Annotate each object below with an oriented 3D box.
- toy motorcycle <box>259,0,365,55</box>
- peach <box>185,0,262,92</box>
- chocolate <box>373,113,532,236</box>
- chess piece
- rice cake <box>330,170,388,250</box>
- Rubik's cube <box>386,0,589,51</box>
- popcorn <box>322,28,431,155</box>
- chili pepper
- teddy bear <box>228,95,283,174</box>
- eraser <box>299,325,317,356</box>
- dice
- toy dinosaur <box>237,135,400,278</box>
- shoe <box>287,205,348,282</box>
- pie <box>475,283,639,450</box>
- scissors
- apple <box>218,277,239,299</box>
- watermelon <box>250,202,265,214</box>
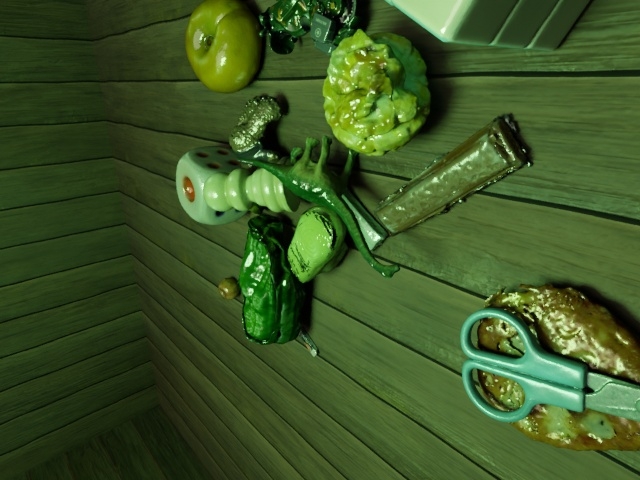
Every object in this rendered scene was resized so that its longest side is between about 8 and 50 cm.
[{"bbox_3d":[-0.030,-0.474,0.891,0.274,0.125,0.187,43,130,29],"label":"toy motorcycle"},{"bbox_3d":[-0.263,-0.533,1.135,0.251,0.153,0.251,8,104,33],"label":"peach"},{"bbox_3d":[0.221,-0.103,0.780,0.329,0.065,0.102,-35,76,49],"label":"chocolate"},{"bbox_3d":[-0.191,-0.139,1.109,0.251,0.144,0.144,-3,104,17],"label":"chess piece"},{"bbox_3d":[0.069,-0.064,0.996,0.222,0.042,0.080,52,136,22],"label":"rice cake"},{"bbox_3d":[0.202,-0.434,0.491,0.292,0.290,0.291,49,136,25],"label":"Rubik's cube"},{"bbox_3d":[0.100,-0.267,0.773,0.204,0.183,0.221,-35,63,38],"label":"popcorn"},{"bbox_3d":[-0.133,0.122,1.212,0.213,0.167,0.385,19,116,41],"label":"chili pepper"},{"bbox_3d":[-0.189,-0.274,1.152,0.182,0.129,0.251,41,135,49],"label":"teddy bear"},{"bbox_3d":[-0.040,0.314,1.293,0.099,0.019,0.027,51,137,23],"label":"eraser"},{"bbox_3d":[-0.332,-0.175,1.316,0.193,0.192,0.194,39,133,32],"label":"dice"},{"bbox_3d":[-0.021,-0.079,0.919,0.447,0.087,0.301,4,74,28],"label":"toy dinosaur"},{"bbox_3d":[-0.006,0.002,1.041,0.140,0.128,0.262,47,139,13],"label":"shoe"},{"bbox_3d":[0.385,0.213,0.688,0.308,0.085,0.308,22,120,45],"label":"pie"},{"bbox_3d":[0.403,0.216,0.577,0.447,0.029,0.192,5,101,48],"label":"scissors"},{"bbox_3d":[-0.343,0.181,1.567,0.084,0.071,0.084,26,130,36],"label":"apple"},{"bbox_3d":[-0.204,-0.135,1.230,0.069,0.163,0.087,-45,52,11],"label":"watermelon"}]
